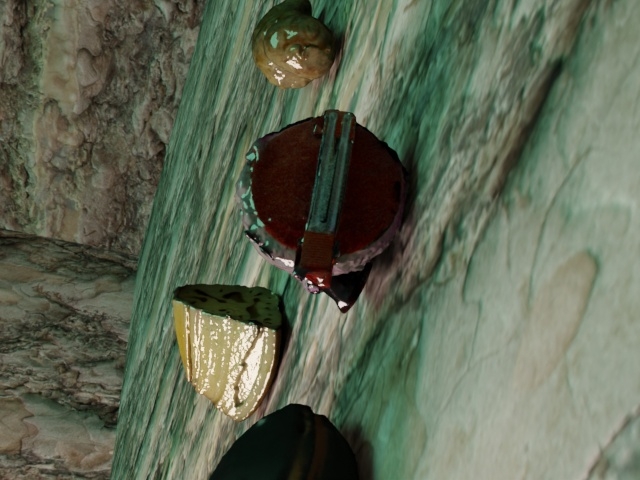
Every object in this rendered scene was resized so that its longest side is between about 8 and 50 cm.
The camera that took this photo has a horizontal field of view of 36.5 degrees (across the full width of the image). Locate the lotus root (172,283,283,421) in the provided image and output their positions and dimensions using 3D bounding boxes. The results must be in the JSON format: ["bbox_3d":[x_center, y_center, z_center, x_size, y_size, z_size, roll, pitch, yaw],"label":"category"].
[{"bbox_3d":[-0.092,0.110,1.064,0.159,0.095,0.135,31,121,33],"label":"lotus root"}]

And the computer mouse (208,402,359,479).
[{"bbox_3d":[-0.048,0.276,0.686,0.183,0.116,0.323,125,153,-69],"label":"computer mouse"}]

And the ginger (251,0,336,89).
[{"bbox_3d":[-0.033,-0.221,1.092,0.204,0.080,0.104,-114,44,-70],"label":"ginger"}]

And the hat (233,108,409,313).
[{"bbox_3d":[0.003,0.002,0.772,0.227,0.129,0.140,91,167,-66],"label":"hat"}]
